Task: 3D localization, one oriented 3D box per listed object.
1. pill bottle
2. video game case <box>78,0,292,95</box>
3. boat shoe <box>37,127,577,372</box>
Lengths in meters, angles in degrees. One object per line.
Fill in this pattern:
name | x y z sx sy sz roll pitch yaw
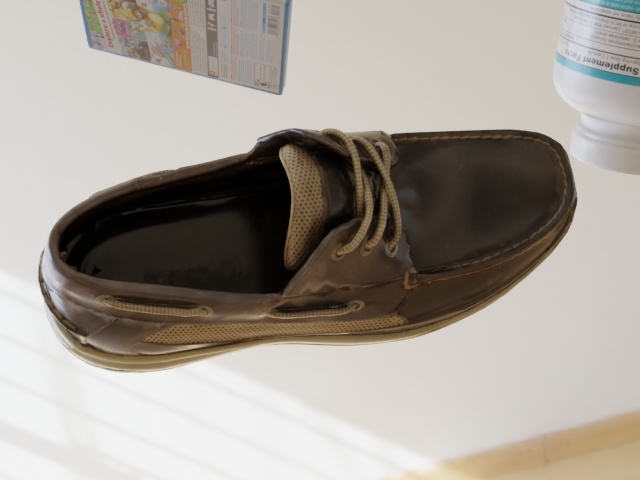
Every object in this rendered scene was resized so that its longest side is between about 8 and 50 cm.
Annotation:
pill bottle | 0.279 -0.193 0.867 0.146 0.264 0.146 5 23 -2
video game case | -0.106 -0.170 0.803 0.166 0.015 0.119 14 -26 2
boat shoe | 0.000 0.000 0.644 0.355 0.132 0.130 -16 -17 -7
